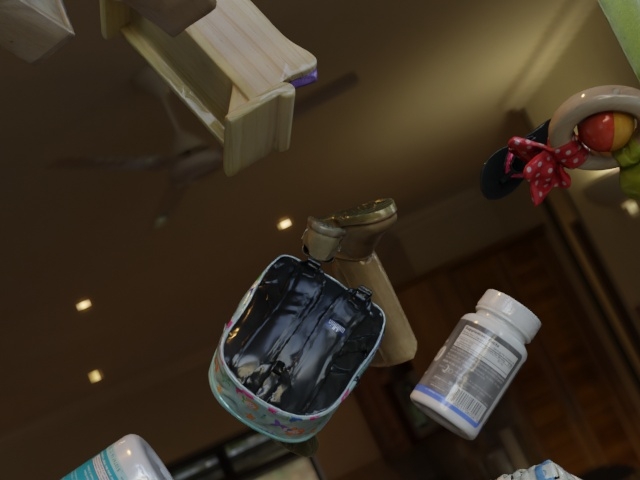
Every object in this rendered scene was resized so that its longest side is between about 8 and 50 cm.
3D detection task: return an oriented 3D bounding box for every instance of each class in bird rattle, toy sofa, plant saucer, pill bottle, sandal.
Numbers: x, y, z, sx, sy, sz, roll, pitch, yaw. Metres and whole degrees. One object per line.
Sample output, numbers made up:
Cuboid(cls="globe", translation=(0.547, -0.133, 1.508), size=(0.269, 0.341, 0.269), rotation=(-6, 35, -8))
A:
Cuboid(cls="bird rattle", translation=(0.412, -0.157, 1.915), size=(0.253, 0.143, 0.207), rotation=(7, -40, 3))
Cuboid(cls="toy sofa", translation=(-0.172, -0.290, 1.966), size=(0.177, 0.362, 0.150), rotation=(-33, -23, -24))
Cuboid(cls="plant saucer", translation=(0.241, -0.187, 1.012), size=(0.037, 0.241, 0.241), rotation=(-27, -12, 16))
Cuboid(cls="pill bottle", translation=(-0.325, 0.393, 1.752), size=(0.264, 0.146, 0.146), rotation=(-33, -12, -4))
Cuboid(cls="sandal", translation=(0.325, -0.133, 2.028), size=(0.179, 0.067, 0.040), rotation=(-39, 10, -4))
Cuboid(cls="pill bottle", translation=(0.157, 0.122, 1.272), size=(0.137, 0.078, 0.078), rotation=(-55, -8, -11))

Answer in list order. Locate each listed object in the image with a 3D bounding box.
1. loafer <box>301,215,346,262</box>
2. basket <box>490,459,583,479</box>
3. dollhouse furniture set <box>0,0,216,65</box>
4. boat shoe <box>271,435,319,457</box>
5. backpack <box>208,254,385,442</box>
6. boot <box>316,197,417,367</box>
Cuboid(cls="loafer", translation=(0.000, 0.000, 1.635), size=(0.148, 0.056, 0.050), rotation=(16, -84, -85))
Cuboid(cls="basket", translation=(0.329, 0.495, 2.062), size=(0.289, 0.201, 0.254), rotation=(-41, -45, 18))
Cuboid(cls="dollhouse furniture set", translation=(-0.285, -0.416, 1.456), size=(0.394, 0.362, 0.256), rotation=(-34, -28, 17))
Cuboid(cls="boat shoe", translation=(-0.070, 0.311, 2.144), size=(0.056, 0.153, 0.048), rotation=(-60, 2, -12))
Cuboid(cls="backpack", translation=(-0.047, 0.179, 1.953), size=(0.253, 0.225, 0.191), rotation=(-57, -3, -41))
Cuboid(cls="boot", translation=(0.099, 0.072, 2.095), size=(0.089, 0.270, 0.236), rotation=(-25, 6, -23))
